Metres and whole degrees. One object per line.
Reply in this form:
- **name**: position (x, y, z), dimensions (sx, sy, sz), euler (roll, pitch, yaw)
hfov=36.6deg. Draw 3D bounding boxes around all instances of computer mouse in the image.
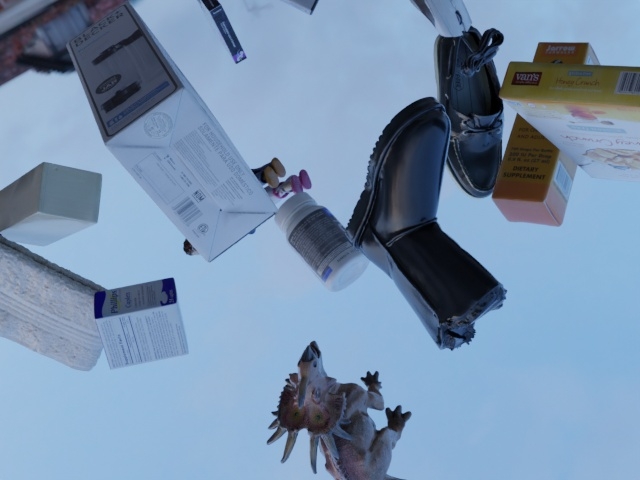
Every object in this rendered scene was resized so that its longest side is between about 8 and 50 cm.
- **computer mouse**: position (0.200, -0.350, 1.488), dimensions (0.106, 0.193, 0.042), euler (-41, 180, -29)

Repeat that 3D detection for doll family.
- **doll family**: position (-0.143, -0.072, 1.517), dimensions (0.163, 0.118, 0.263), euler (-21, -170, 34)

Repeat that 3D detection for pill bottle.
- **pill bottle**: position (0.000, 0.000, 1.369), dimensions (0.078, 0.078, 0.137), euler (-36, -113, -15)

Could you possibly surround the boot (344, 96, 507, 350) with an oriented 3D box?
- **boot**: position (0.138, -0.012, 1.091), dimensions (0.094, 0.246, 0.207), euler (-23, -121, -35)

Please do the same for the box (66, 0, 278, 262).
- **box**: position (-0.160, -0.122, 0.992), dimensions (0.087, 0.169, 0.290), euler (-37, -146, 0)

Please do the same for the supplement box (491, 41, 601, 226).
- **supplement box**: position (0.292, -0.139, 1.239), dimensions (0.078, 0.080, 0.233), euler (7, -112, 35)

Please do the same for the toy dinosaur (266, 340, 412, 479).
- **toy dinosaur**: position (0.033, 0.262, 1.248), dimensions (0.127, 0.296, 0.200), euler (-34, -173, 17)

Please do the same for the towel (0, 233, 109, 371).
- **towel**: position (-0.495, 0.113, 1.705), dimensions (0.187, 0.282, 0.049), euler (-53, -163, 32)

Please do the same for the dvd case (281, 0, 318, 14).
- **dvd case**: position (-0.091, -0.505, 1.604), dimensions (0.022, 0.253, 0.180), euler (127, -12, -75)

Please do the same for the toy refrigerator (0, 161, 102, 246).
- **toy refrigerator**: position (-0.469, -0.060, 1.641), dimensions (0.269, 0.102, 0.094), euler (-16, -112, 55)

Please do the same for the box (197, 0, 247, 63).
- **box**: position (-0.195, -0.416, 1.791), dimensions (0.029, 0.162, 0.116), euler (-31, -119, -4)

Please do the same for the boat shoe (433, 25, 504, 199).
- **boat shoe**: position (0.297, -0.250, 1.854), dimensions (0.127, 0.340, 0.113), euler (-4, 180, -16)

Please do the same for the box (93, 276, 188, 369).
- **box**: position (-0.300, 0.139, 1.622), dimensions (0.137, 0.126, 0.072), euler (-11, -140, -7)

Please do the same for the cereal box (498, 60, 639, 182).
- **cereal box**: position (0.321, -0.117, 1.024), dimensions (0.173, 0.240, 0.047), euler (11, -101, 42)
